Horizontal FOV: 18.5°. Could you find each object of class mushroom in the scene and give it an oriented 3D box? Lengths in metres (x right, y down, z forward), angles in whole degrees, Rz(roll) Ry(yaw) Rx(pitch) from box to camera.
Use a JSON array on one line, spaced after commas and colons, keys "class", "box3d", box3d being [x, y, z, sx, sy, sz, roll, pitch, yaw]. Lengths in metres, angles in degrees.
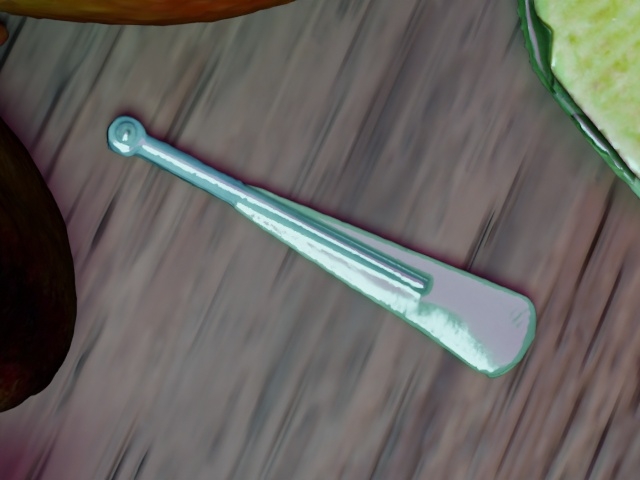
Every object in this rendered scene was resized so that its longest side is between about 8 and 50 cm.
[{"class": "mushroom", "box3d": [-0.210, 0.024, 0.677, 0.218, 0.227, 0.148, -30, 62, 8]}]

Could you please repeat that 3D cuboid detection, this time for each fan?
[{"class": "fan", "box3d": [0.000, 0.000, 0.795, 0.193, 0.016, 0.038, 27, 80, -6]}]

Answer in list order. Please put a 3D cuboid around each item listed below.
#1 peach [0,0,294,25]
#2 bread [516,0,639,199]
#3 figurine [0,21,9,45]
[{"class": "peach", "box3d": [-0.075, -0.246, 0.671, 0.373, 0.290, 0.372, 8, 63, -15]}, {"class": "bread", "box3d": [0.191, -0.107, 0.839, 0.229, 0.033, 0.228, 2, 80, -10]}, {"class": "figurine", "box3d": [-0.163, -0.095, 0.752, 0.083, 0.067, 0.071, -28, 108, -29]}]
